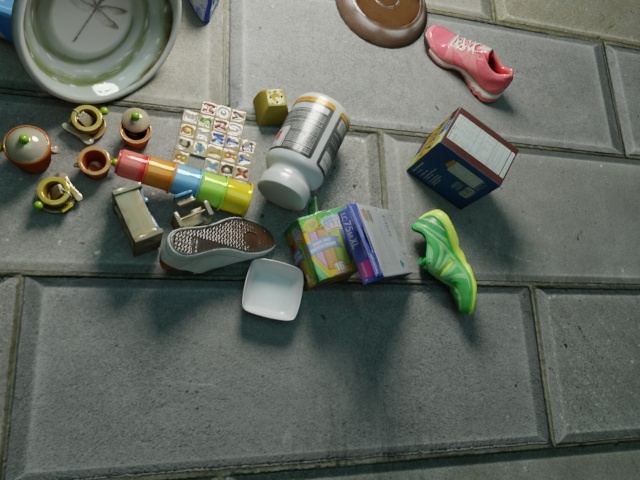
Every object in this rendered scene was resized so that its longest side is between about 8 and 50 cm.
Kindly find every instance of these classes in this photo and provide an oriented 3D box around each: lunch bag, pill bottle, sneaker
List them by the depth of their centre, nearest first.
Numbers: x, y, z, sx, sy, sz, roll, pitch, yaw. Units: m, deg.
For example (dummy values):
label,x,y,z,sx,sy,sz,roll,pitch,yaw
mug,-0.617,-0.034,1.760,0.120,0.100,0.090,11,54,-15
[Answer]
label,x,y,z,sx,sy,sz,roll,pitch,yaw
sneaker,-0.251,0.017,1.308,0.290,0.123,0.105,-3,62,-40
pill bottle,-0.044,-0.227,1.393,0.162,0.162,0.278,28,68,-8
lunch bag,-0.313,-0.685,1.457,0.096,0.129,0.151,-8,77,-19
sneaker,0.333,0.066,1.476,0.124,0.109,0.295,-22,84,2
sneaker,0.461,-0.568,1.661,0.314,0.136,0.116,38,67,-4

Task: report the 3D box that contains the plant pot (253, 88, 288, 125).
label,x,y,z,sx,sy,sz,roll,pitch,yaw
plant pot,-0.127,-0.362,1.448,0.082,0.083,0.081,-9,78,-19

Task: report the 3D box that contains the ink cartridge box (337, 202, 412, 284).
label,x,y,z,sx,sy,sz,roll,pitch,yaw
ink cartridge box,0.132,0.009,1.330,0.065,0.311,0.185,-23,80,20

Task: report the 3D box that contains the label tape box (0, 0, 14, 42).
label,x,y,z,sx,sy,sz,roll,pitch,yaw
label tape box,-0.670,-0.633,1.302,0.249,0.115,0.347,21,66,12

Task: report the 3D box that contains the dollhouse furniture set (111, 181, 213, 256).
label,x,y,z,sx,sy,sz,roll,pitch,yaw
dollhouse furniture set,-0.369,-0.065,1.268,0.184,0.129,0.129,-23,83,-25

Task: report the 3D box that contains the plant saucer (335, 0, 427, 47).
label,x,y,z,sx,sy,sz,roll,pitch,yaw
plant saucer,0.198,-0.741,1.676,0.311,0.050,0.310,4,75,-16

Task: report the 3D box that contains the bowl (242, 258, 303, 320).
label,x,y,z,sx,sy,sz,roll,pitch,yaw
bowl,-0.119,0.123,1.332,0.142,0.053,0.141,15,71,-12

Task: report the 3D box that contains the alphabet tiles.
label,x,y,z,sx,sy,sz,roll,pitch,yaw
alphabet tiles,-0.271,-0.245,1.411,0.198,0.009,0.237,13,72,-13

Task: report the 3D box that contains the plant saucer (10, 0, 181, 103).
label,x,y,z,sx,sy,sz,roll,pitch,yaw
plant saucer,-0.507,-0.506,1.228,0.400,0.400,0.100,-39,66,-23

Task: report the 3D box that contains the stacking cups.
label,x,y,z,sx,sy,sz,roll,pitch,yaw
stacking cups,-0.325,-0.143,1.307,0.316,0.096,0.095,17,71,-17

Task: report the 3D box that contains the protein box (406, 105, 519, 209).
label,x,y,z,sx,sy,sz,roll,pitch,yaw
protein box,0.388,-0.221,1.506,0.201,0.200,0.136,35,68,-5

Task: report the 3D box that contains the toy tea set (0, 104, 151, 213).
label,x,y,z,sx,sy,sz,roll,pitch,yaw
toy tea set,-0.555,-0.226,1.254,0.200,0.124,0.336,47,67,0

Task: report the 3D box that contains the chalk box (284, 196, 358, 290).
label,x,y,z,sx,sy,sz,roll,pitch,yaw
chalk box,0.000,0.000,1.361,0.132,0.132,0.212,-16,79,-21
